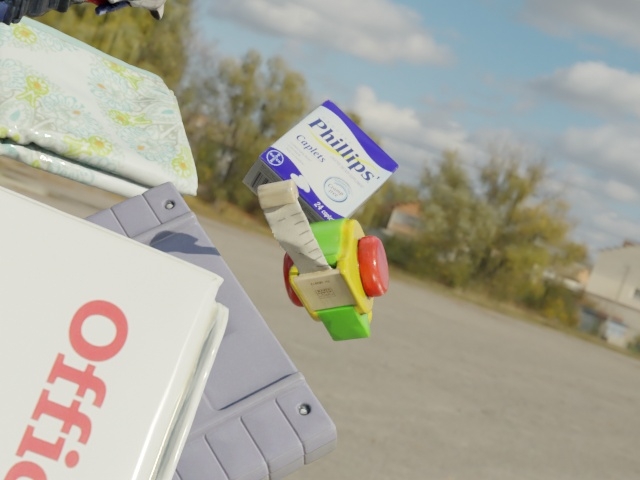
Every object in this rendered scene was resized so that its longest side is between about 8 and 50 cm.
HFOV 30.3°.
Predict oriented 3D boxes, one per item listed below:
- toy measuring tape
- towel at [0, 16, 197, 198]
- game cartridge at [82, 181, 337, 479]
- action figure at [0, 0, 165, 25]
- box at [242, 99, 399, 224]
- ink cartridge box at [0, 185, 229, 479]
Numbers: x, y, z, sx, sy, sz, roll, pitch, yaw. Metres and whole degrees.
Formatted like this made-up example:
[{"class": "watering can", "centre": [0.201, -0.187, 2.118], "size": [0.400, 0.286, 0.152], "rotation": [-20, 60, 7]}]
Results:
[{"class": "toy measuring tape", "centre": [0.000, 0.000, 1.267], "size": [0.121, 0.121, 0.330], "rotation": [20, -23, 28]}, {"class": "towel", "centre": [-0.392, -0.218, 1.976], "size": [0.375, 0.090, 0.320], "rotation": [18, 34, -32]}, {"class": "game cartridge", "centre": [-0.169, 0.109, 1.150], "size": [0.355, 0.230, 0.068], "rotation": [53, -24, 33]}, {"class": "action figure", "centre": [-0.302, -0.356, 1.282], "size": [0.330, 0.178, 0.341], "rotation": [36, 29, -4]}, {"class": "box", "centre": [0.001, -0.081, 1.436], "size": [0.126, 0.137, 0.072], "rotation": [44, -33, 4]}, {"class": "ink cartridge box", "centre": [-0.269, 0.088, 0.474], "size": [0.385, 0.279, 0.160], "rotation": [23, -25, -8]}]
